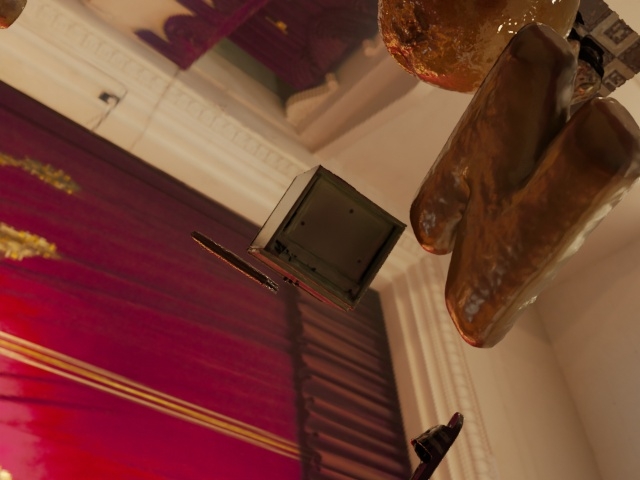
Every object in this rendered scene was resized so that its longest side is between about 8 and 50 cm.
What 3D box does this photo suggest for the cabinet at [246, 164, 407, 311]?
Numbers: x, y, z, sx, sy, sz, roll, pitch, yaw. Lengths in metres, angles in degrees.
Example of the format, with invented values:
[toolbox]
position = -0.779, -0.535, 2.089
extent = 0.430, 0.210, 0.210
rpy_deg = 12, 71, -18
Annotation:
[cabinet]
position = 0.000, 0.000, 1.071
extent = 0.150, 0.145, 0.206
rpy_deg = -56, -171, -6

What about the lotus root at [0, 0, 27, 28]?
[lotus root]
position = -0.569, -0.454, 1.170
extent = 0.193, 0.291, 0.193
rpy_deg = -11, -128, 14

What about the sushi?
[sushi]
position = 0.495, -0.399, 1.637
extent = 0.296, 0.373, 0.100
rpy_deg = -39, -160, 42

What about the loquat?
[loquat]
position = 0.230, -0.344, 1.100
extent = 0.276, 0.284, 0.276
rpy_deg = 21, -58, 39

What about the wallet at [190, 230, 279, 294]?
[wallet]
position = -0.156, 0.041, 1.404
extent = 0.176, 0.095, 0.026
rpy_deg = 30, -99, 19

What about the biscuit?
[biscuit]
position = 0.193, -0.056, 0.789
extent = 0.236, 0.062, 0.290
rpy_deg = -106, -146, -42

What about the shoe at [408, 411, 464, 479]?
[shoe]
position = 0.152, 0.317, 1.120
extent = 0.179, 0.049, 0.071
rpy_deg = -50, 173, -24
